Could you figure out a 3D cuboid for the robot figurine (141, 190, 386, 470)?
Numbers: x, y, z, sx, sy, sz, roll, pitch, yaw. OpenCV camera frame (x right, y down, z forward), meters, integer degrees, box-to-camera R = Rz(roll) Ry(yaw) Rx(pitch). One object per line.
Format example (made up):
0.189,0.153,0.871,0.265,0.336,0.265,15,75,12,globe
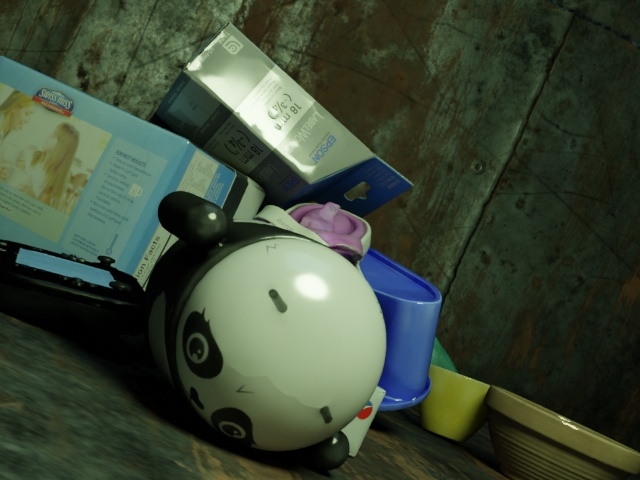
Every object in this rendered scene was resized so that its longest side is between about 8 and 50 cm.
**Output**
-0.056,0.073,0.916,0.209,0.174,0.278,21,0,-20,robot figurine

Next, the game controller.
-0.259,0.040,1.112,0.166,0.067,0.319,25,-2,-14,game controller

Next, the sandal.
-0.015,-0.003,1.332,0.169,0.102,0.416,11,15,0,sandal

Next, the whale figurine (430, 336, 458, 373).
0.210,0.249,2.182,0.272,0.141,0.216,26,-2,-26,whale figurine

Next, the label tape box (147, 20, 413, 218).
-0.067,-0.119,1.549,0.333,0.106,0.240,41,-24,-8,label tape box

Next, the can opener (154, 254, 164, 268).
-0.138,0.064,1.181,0.093,0.074,0.280,-3,-11,-4,can opener

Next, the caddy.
0.005,0.115,1.459,0.241,0.179,0.341,1,18,-32,caddy

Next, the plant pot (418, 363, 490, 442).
0.202,0.251,1.680,0.134,0.095,0.134,19,-5,2,plant pot

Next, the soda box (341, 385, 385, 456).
-0.030,0.142,1.131,0.069,0.074,0.216,26,-2,-32,soda box

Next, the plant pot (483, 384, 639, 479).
0.326,0.301,1.558,0.237,0.110,0.237,26,-2,1,plant pot

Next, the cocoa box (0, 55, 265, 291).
-0.301,-0.061,1.487,0.347,0.231,0.228,25,-3,26,cocoa box
